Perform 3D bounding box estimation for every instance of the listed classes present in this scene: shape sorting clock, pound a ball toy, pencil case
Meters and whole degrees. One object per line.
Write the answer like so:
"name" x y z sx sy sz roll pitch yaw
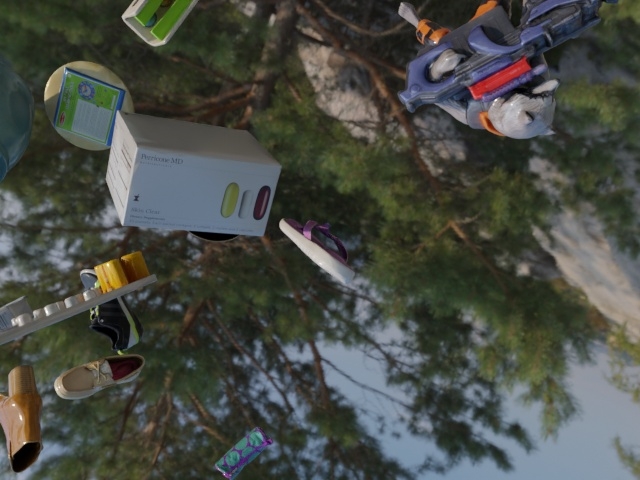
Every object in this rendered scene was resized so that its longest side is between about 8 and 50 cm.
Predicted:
"shape sorting clock" -0.529 -0.307 1.503 0.206 0.206 0.040 21 -154 -12
"pound a ball toy" -0.462 -0.759 1.909 0.208 0.319 0.135 41 164 -36
"pencil case" -0.198 0.556 1.711 0.064 0.151 0.070 55 167 -26

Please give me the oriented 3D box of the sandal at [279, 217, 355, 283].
"sandal" 0.011 0.008 1.808 0.169 0.102 0.416 38 -178 -29

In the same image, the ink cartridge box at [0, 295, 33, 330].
"ink cartridge box" -0.620 0.174 1.144 0.045 0.223 0.224 63 166 -8

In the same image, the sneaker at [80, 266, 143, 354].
"sneaker" -0.528 0.173 1.604 0.235 0.084 0.097 53 -134 1

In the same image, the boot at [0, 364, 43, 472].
"boot" -0.729 0.452 1.562 0.104 0.295 0.211 5 -128 -34

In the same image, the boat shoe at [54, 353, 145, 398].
"boat shoe" -0.400 0.241 1.201 0.170 0.059 0.063 -12 -113 -50

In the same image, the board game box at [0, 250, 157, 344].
"board game box" -0.449 0.121 0.764 0.389 0.050 0.390 -19 -177 18

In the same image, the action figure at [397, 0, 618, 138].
"action figure" 0.277 -0.283 0.929 0.341 0.330 0.178 -20 146 19

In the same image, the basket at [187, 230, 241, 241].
"basket" -0.245 -0.075 1.641 0.204 0.154 0.227 25 -179 6

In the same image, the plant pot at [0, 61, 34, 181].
"plant pot" -0.762 -0.224 1.392 0.293 0.293 0.196 21 -140 -45

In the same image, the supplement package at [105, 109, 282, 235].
"supplement package" -0.237 -0.123 1.202 0.261 0.145 0.204 4 -155 -28
